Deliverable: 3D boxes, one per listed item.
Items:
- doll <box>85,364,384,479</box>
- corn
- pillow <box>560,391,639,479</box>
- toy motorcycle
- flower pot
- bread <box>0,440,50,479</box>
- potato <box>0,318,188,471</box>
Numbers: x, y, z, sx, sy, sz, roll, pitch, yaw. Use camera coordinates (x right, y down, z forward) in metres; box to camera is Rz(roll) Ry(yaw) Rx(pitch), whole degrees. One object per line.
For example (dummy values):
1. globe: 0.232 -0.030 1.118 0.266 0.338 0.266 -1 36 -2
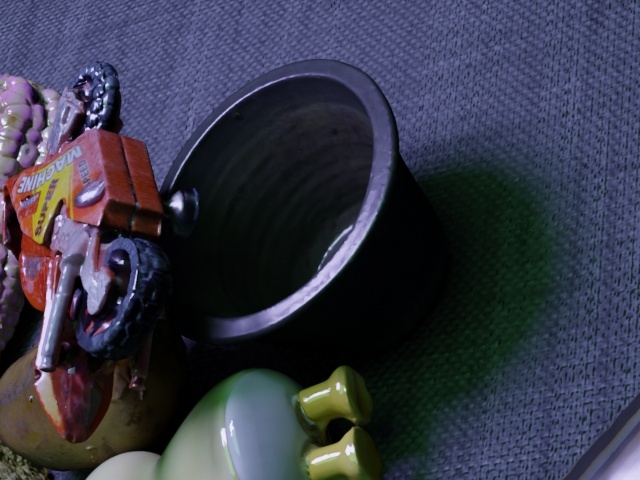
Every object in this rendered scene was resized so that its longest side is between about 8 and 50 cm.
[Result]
1. doll: -0.082 0.184 1.330 0.296 0.117 0.141 -30 60 38
2. corn: -0.306 0.004 1.620 0.127 0.127 0.335 -5 61 37
3. pillow: 0.262 0.148 1.108 0.208 0.052 0.212 -51 42 4
4. toy motorcycle: -0.173 -0.002 1.339 0.171 0.089 0.298 -50 36 27
5. flower pot: 0.000 0.000 1.351 0.235 0.148 0.235 -24 48 29
6. bread: -0.288 0.198 1.497 0.125 0.086 0.156 -44 39 21
7. potato: -0.180 0.119 1.433 0.176 0.137 0.137 -33 44 38
